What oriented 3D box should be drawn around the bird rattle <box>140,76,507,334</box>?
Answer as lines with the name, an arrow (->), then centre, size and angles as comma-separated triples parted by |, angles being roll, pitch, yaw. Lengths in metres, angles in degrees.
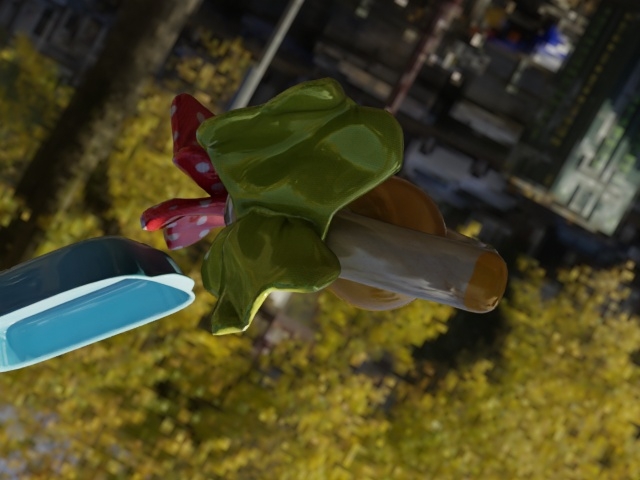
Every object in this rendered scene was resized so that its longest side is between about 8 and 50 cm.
bird rattle -> 0.000, 0.000, 0.912 | 0.207, 0.143, 0.253 | 18, 175, -9

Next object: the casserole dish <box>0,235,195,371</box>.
casserole dish -> -0.169, 0.040, 0.990 | 0.114, 0.188, 0.037 | 24, -131, -65
